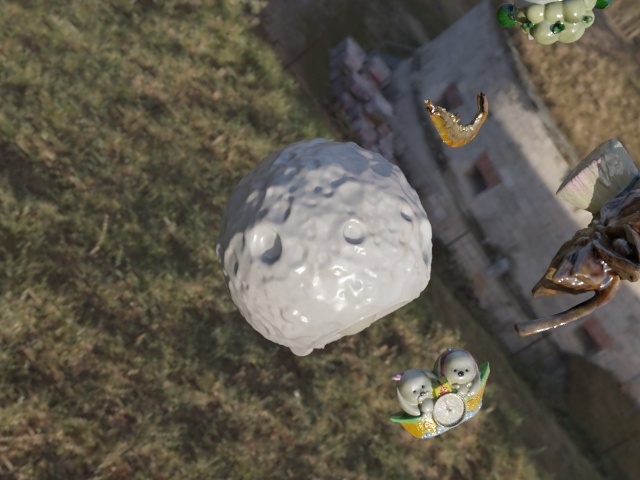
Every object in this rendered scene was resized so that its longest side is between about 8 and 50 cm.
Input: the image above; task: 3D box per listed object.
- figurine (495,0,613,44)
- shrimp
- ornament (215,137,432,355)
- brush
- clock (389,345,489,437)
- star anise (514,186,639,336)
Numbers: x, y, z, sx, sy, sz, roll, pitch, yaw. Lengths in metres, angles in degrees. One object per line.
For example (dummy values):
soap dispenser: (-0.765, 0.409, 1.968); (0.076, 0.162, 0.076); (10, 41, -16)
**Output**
figurine: (0.295, -0.302, 1.231); (0.197, 0.147, 0.094); (-53, 132, -67)
shrimp: (0.193, -0.184, 1.394); (0.127, 0.091, 0.025); (27, 17, -47)
ornament: (0.000, 0.000, 1.516); (0.337, 0.337, 0.337); (40, 28, -27)
brush: (0.598, -0.103, 1.949); (0.166, 0.174, 0.266); (45, -1, 0)
clock: (0.238, 0.298, 1.944); (0.144, 0.230, 0.103); (68, -13, -11)
star anise: (0.470, 0.020, 1.581); (0.109, 0.292, 0.349); (45, 57, 0)
